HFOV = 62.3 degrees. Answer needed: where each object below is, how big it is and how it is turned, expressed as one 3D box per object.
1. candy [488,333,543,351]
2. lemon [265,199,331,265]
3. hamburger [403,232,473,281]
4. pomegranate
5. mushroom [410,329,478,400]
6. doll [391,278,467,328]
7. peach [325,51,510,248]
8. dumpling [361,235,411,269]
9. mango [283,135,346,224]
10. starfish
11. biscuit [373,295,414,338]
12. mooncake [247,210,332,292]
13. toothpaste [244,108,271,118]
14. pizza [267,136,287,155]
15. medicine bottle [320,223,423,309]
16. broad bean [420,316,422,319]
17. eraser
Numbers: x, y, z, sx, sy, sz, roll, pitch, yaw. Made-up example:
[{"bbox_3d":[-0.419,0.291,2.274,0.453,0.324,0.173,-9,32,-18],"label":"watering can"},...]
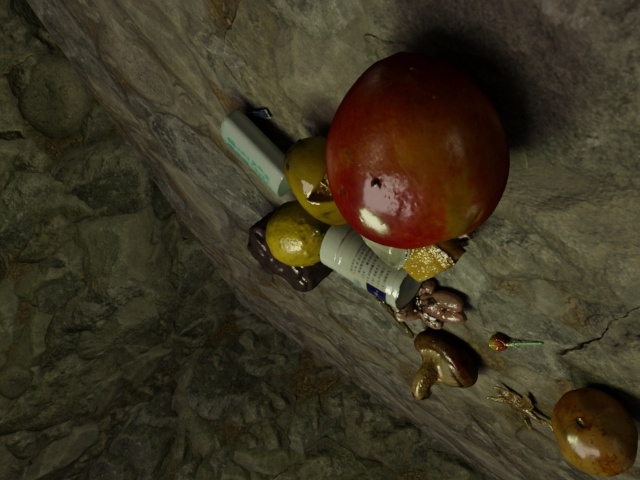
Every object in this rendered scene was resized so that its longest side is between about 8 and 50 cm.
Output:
[{"bbox_3d":[0.619,0.326,1.683,0.060,0.060,0.201,48,151,-16],"label":"candy"},{"bbox_3d":[-0.069,-0.028,1.933,0.253,0.253,0.310,47,155,-13],"label":"lemon"},{"bbox_3d":[0.304,0.002,1.466,0.157,0.144,0.283,47,155,1],"label":"hamburger"},{"bbox_3d":[0.796,0.557,1.542,0.248,0.248,0.248,36,159,16],"label":"pomegranate"},{"bbox_3d":[0.478,0.484,2.049,0.267,0.255,0.267,11,142,9],"label":"mushroom"},{"bbox_3d":[0.345,0.225,1.804,0.303,0.156,0.201,11,120,53],"label":"doll"},{"bbox_3d":[0.181,-0.175,1.053,0.388,0.388,0.388,36,159,16],"label":"peach"},{"bbox_3d":[0.177,-0.092,1.384,0.181,0.341,0.260,12,-158,-27],"label":"dumpling"},{"bbox_3d":[0.019,-0.165,1.574,0.253,0.182,0.365,61,-173,31],"label":"mango"},{"bbox_3d":[0.754,0.630,2.009,0.277,0.062,0.236,24,152,44],"label":"starfish"},{"bbox_3d":[0.272,0.272,2.015,0.231,0.025,0.131,48,-178,-25],"label":"biscuit"},{"bbox_3d":[-0.145,0.042,2.289,0.381,0.212,0.351,18,142,44],"label":"mooncake"},{"bbox_3d":[-0.208,-0.415,1.734,0.139,0.021,0.037,16,150,47],"label":"toothpaste"},{"bbox_3d":[-0.106,-0.255,1.848,0.262,0.034,0.181,47,160,-12],"label":"pizza"},{"bbox_3d":[0.171,0.068,1.763,0.332,0.190,0.190,31,157,29],"label":"medicine bottle"},{"bbox_3d":[0.356,0.258,1.980,0.325,0.067,0.075,14,131,47],"label":"broad bean"},{"bbox_3d":[-0.207,-0.294,1.785,0.290,0.104,0.189,46,160,7],"label":"eraser"}]
